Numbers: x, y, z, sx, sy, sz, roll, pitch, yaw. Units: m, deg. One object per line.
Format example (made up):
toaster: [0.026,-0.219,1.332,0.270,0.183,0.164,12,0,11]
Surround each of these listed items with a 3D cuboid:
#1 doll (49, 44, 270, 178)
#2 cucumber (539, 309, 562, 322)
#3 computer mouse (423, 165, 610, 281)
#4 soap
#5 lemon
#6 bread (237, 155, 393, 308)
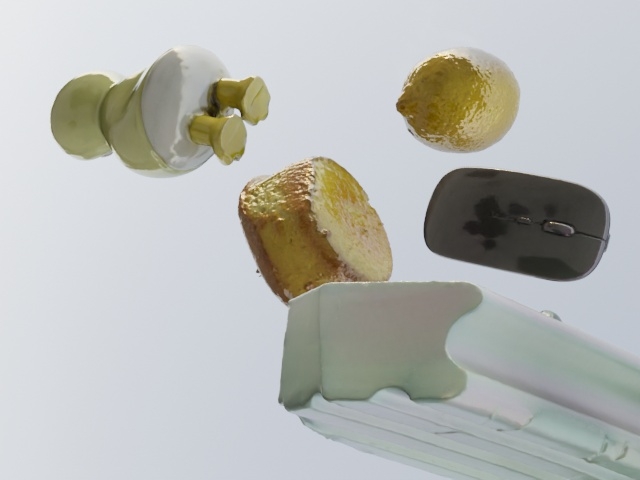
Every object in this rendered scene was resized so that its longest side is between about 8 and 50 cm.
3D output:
doll: [-0.181,-0.127,0.904,0.296,0.117,0.141,3,-119,46]
cucumber: [0.279,0.199,1.174,0.074,0.074,0.241,-10,-136,45]
computer mouse: [0.220,-0.022,1.033,0.232,0.057,0.120,15,-94,38]
soap: [0.139,0.140,0.798,0.208,0.346,0.115,-30,-135,49]
lemon: [0.244,-0.244,1.536,0.188,0.256,0.188,21,-66,59]
bread: [0.000,0.000,1.324,0.145,0.268,0.268,-31,-115,28]
